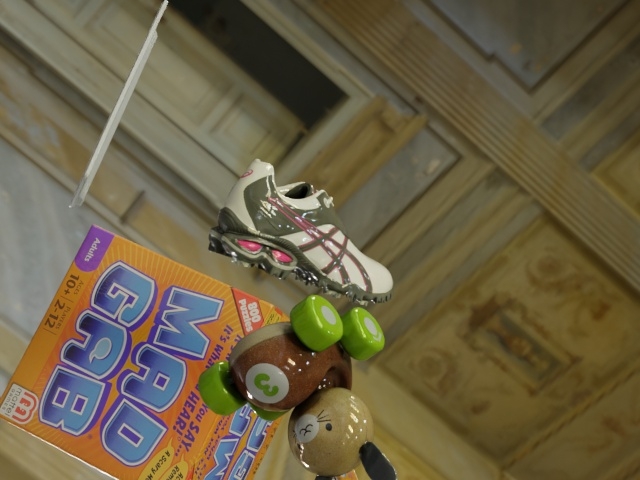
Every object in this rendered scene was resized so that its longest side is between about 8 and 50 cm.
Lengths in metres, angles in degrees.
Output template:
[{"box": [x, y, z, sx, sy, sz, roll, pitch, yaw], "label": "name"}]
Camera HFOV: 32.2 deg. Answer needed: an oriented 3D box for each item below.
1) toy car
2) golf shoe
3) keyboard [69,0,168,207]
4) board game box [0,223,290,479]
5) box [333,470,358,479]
[{"box": [-0.003, 0.176, 1.077, 0.155, 0.149, 0.188, -36, -120, 23], "label": "toy car"}, {"box": [0.000, 0.000, 1.309, 0.105, 0.272, 0.120, 19, -92, 49], "label": "golf shoe"}, {"box": [-0.214, -0.150, 1.188, 0.072, 0.014, 0.256, 123, -14, -56], "label": "keyboard"}, {"box": [-0.269, 0.239, 1.942, 0.356, 0.356, 0.356, -64, 162, -10], "label": "board game box"}, {"box": [0.035, 0.375, 1.587, 0.081, 0.028, 0.136, -119, -156, -60], "label": "box"}]
